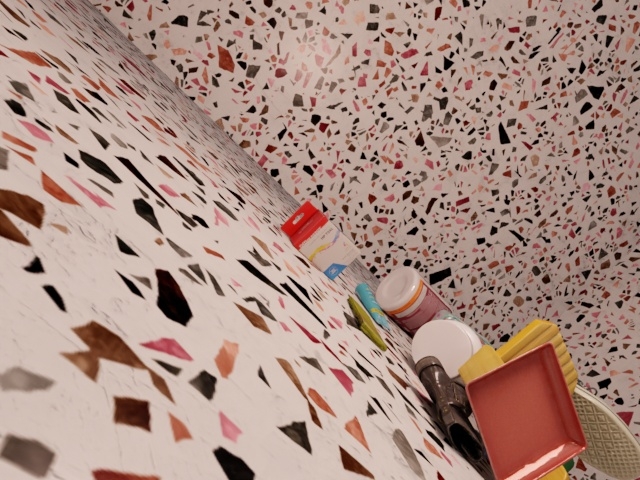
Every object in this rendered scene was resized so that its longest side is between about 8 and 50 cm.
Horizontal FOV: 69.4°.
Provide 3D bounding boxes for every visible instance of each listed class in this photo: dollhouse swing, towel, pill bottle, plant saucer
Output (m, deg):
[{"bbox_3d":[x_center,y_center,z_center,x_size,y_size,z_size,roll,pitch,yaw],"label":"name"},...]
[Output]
[{"bbox_3d":[0.591,0.441,1.217,0.347,0.305,0.315,59,6,-21],"label":"dollhouse swing"},{"bbox_3d":[0.128,0.231,1.310,0.102,0.021,0.237,50,3,-12],"label":"towel"},{"bbox_3d":[0.421,0.369,1.477,0.210,0.210,0.363,48,5,31],"label":"pill bottle"},{"bbox_3d":[0.451,0.391,1.034,0.259,0.258,0.048,71,-20,2],"label":"plant saucer"},{"bbox_3d":[0.444,0.314,2.042,0.392,0.224,0.224,43,5,-24],"label":"pill bottle"}]

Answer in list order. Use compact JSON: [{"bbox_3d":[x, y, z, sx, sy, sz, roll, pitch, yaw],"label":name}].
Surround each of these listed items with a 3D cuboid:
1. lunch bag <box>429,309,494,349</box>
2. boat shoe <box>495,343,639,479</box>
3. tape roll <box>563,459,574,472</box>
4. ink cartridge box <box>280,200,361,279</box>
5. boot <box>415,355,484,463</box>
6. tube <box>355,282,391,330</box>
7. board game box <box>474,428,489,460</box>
[{"bbox_3d":[0.533,0.436,1.836,0.279,0.224,0.108,39,1,-2],"label":"lunch bag"},{"bbox_3d":[0.781,0.513,1.464,0.156,0.187,0.500,1,34,-47],"label":"boat shoe"},{"bbox_3d":[0.721,0.680,1.620,0.321,0.077,0.321,53,-12,16],"label":"tape roll"},{"bbox_3d":[0.000,0.000,1.460,0.231,0.134,0.078,42,6,-24],"label":"ink cartridge box"},{"bbox_3d":[0.318,0.416,1.081,0.263,0.091,0.229,47,12,-27],"label":"boot"},{"bbox_3d":[0.180,0.231,1.610,0.080,0.052,0.207,29,19,-34],"label":"tube"},{"bbox_3d":[0.434,0.546,1.236,0.090,0.020,0.090,48,5,39],"label":"board game box"}]
